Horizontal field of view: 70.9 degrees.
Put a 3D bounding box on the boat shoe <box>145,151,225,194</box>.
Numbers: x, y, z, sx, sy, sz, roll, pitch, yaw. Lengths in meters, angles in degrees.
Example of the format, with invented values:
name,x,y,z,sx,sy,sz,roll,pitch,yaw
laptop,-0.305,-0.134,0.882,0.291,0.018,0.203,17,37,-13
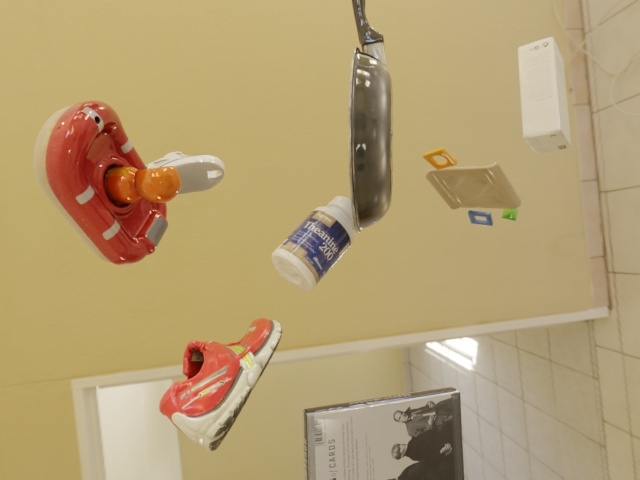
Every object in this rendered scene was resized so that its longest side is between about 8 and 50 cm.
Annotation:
name,x,y,z,sx,sy,sz,roll,pitch,yaw
boat shoe,-0.313,-0.149,0.960,0.095,0.258,0.084,48,-142,-52

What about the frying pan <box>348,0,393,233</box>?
name,x,y,z,sx,sy,sz,roll,pitch,yaw
frying pan,0.059,-0.164,0.521,0.197,0.053,0.326,71,-158,-62

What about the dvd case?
name,x,y,z,sx,sy,sz,roll,pitch,yaw
dvd case,0.093,0.311,0.627,0.029,0.238,0.179,171,98,-71

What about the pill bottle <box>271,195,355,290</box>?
name,x,y,z,sx,sy,sz,roll,pitch,yaw
pill bottle,0.000,0.000,0.567,0.067,0.120,0.067,33,153,19

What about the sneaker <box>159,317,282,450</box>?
name,x,y,z,sx,sy,sz,roll,pitch,yaw
sneaker,-0.142,0.179,0.678,0.107,0.118,0.279,-59,-1,18

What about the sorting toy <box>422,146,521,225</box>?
name,x,y,z,sx,sy,sz,roll,pitch,yaw
sorting toy,0.400,-0.146,1.175,0.196,0.347,0.047,1,61,46

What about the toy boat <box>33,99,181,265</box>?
name,x,y,z,sx,sy,sz,roll,pitch,yaw
toy boat,-0.262,-0.078,0.615,0.151,0.151,0.231,-79,-23,-44

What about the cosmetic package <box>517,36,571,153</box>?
name,x,y,z,sx,sy,sz,roll,pitch,yaw
cosmetic package,0.523,-0.334,1.052,0.085,0.117,0.231,-6,76,39
